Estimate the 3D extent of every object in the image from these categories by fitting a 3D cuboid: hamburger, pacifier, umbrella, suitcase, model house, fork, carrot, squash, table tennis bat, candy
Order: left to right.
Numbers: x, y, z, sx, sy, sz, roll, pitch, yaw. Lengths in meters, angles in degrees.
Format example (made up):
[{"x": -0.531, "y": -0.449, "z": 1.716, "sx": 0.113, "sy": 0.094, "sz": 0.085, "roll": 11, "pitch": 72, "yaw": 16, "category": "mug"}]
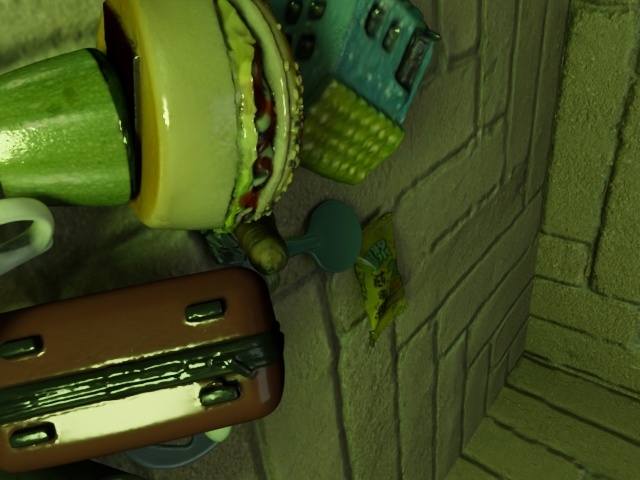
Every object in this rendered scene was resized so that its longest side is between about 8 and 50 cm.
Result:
[{"x": -0.271, "y": -0.109, "z": 0.524, "sx": 0.122, "sy": 0.170, "sz": 0.170, "roll": -16, "pitch": 119, "yaw": -26, "category": "squash"}, {"x": -0.189, "y": 0.130, "z": 0.570, "sx": 0.236, "sy": 0.297, "sz": 0.161, "roll": 122, "pitch": -44, "yaw": -83, "category": "suitcase"}, {"x": -0.182, "y": 0.224, "z": 0.736, "sx": 0.227, "sy": 0.207, "sz": 0.279, "roll": 22, "pitch": 87, "yaw": -43, "category": "pacifier"}, {"x": -0.135, "y": -0.144, "z": 0.566, "sx": 0.176, "sy": 0.300, "sz": 0.300, "roll": -14, "pitch": 117, "yaw": -31, "category": "hamburger"}, {"x": -0.167, "y": -0.008, "z": 0.792, "sx": 0.050, "sy": 0.046, "sz": 0.188, "roll": -36, "pitch": 138, "yaw": -5, "category": "umbrella"}, {"x": -0.084, "y": -0.013, "z": 0.678, "sx": 0.070, "sy": 0.342, "sz": 0.070, "roll": -4, "pitch": 104, "yaw": -15, "category": "carrot"}, {"x": -0.101, "y": 0.013, "z": 0.896, "sx": 0.034, "sy": 0.028, "sz": 0.220, "roll": -34, "pitch": 131, "yaw": -35, "category": "fork"}, {"x": 0.000, "y": 0.000, "z": 0.999, "sx": 0.237, "sy": 0.038, "sz": 0.149, "roll": -16, "pitch": 100, "yaw": -44, "category": "table tennis bat"}, {"x": 0.011, "y": -0.235, "z": 0.793, "sx": 0.237, "sy": 0.215, "sz": 0.303, "roll": 16, "pitch": 97, "yaw": -54, "category": "model house"}, {"x": 0.139, "y": 0.088, "z": 1.193, "sx": 0.187, "sy": 0.081, "sz": 0.297, "roll": -37, "pitch": 127, "yaw": -40, "category": "candy"}]

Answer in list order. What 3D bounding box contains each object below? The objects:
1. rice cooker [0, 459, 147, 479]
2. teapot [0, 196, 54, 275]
[{"x": -0.332, "y": 0.371, "z": 0.545, "sx": 0.288, "sy": 0.277, "sz": 0.289, "roll": 5, "pitch": 90, "yaw": -67, "category": "rice cooker"}, {"x": -0.374, "y": 0.046, "z": 0.420, "sx": 0.299, "sy": 0.208, "sz": 0.166, "roll": -28, "pitch": 157, "yaw": -28, "category": "teapot"}]
